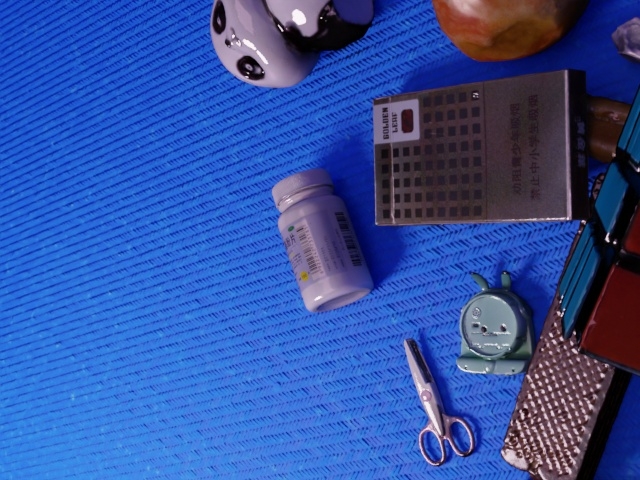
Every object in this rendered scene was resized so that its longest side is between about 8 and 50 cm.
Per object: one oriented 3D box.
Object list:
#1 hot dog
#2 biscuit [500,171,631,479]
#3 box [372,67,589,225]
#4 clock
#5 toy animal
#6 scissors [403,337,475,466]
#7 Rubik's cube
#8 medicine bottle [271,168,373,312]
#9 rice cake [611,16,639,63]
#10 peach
[{"bbox_3d":[0.350,-0.130,1.239,0.289,0.068,0.083,26,93,38],"label":"hot dog"},{"bbox_3d":[0.331,0.112,1.241,0.107,0.073,0.388,24,102,35],"label":"biscuit"},{"bbox_3d":[0.194,-0.110,1.314,0.324,0.047,0.180,-1,92,49],"label":"box"},{"bbox_3d":[0.225,0.107,1.333,0.101,0.041,0.135,-4,86,35],"label":"clock"},{"bbox_3d":[-0.052,-0.322,1.466,0.235,0.165,0.187,-28,90,29],"label":"toy animal"},{"bbox_3d":[0.150,0.216,1.395,0.085,0.022,0.176,-28,76,32],"label":"scissors"},{"bbox_3d":[0.417,0.002,1.008,0.293,0.288,0.284,23,104,6],"label":"Rubik's cube"},{"bbox_3d":[0.000,0.000,1.459,0.102,0.102,0.187,-28,74,31],"label":"medicine bottle"},{"bbox_3d":[0.495,-0.179,1.134,0.365,0.072,0.056,26,101,33],"label":"rice cake"},{"bbox_3d":[0.217,-0.335,1.241,0.214,0.235,0.214,-6,77,28],"label":"peach"}]
